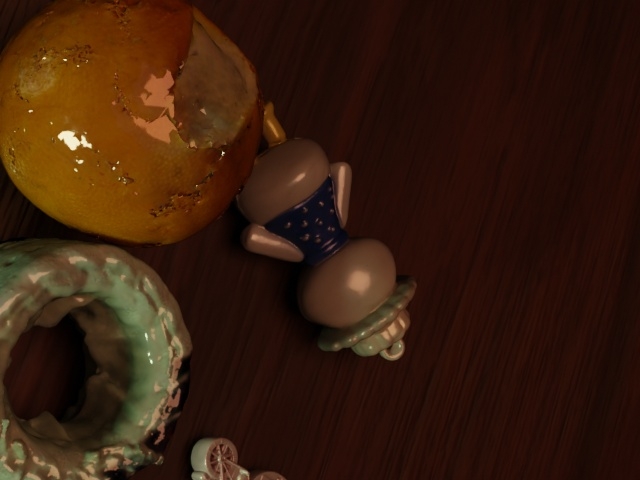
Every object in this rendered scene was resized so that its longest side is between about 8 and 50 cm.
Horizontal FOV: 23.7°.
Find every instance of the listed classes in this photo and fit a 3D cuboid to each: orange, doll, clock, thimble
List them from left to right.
[{"bbox_3d":[-0.238,0.111,1.305,0.237,0.150,0.237,-1,91,-37],"label":"thimble"},{"bbox_3d":[-0.164,-0.110,1.318,0.240,0.240,0.240,2,86,-36],"label":"orange"},{"bbox_3d":[-0.082,0.246,1.482,0.129,0.041,0.087,48,58,-30],"label":"clock"},{"bbox_3d":[0.000,0.000,1.518,0.138,0.119,0.293,-41,105,-22],"label":"doll"}]
